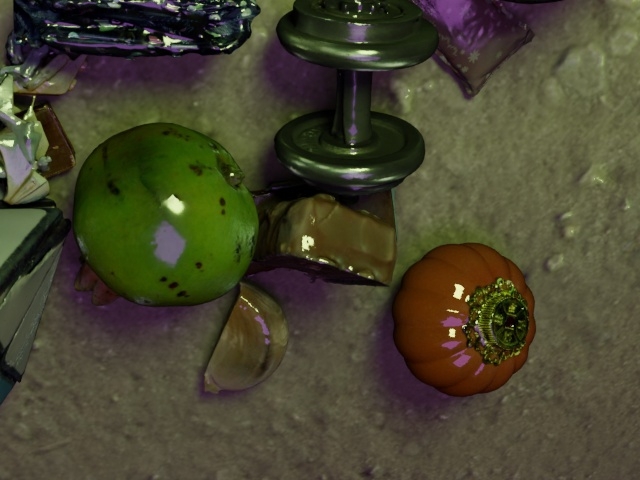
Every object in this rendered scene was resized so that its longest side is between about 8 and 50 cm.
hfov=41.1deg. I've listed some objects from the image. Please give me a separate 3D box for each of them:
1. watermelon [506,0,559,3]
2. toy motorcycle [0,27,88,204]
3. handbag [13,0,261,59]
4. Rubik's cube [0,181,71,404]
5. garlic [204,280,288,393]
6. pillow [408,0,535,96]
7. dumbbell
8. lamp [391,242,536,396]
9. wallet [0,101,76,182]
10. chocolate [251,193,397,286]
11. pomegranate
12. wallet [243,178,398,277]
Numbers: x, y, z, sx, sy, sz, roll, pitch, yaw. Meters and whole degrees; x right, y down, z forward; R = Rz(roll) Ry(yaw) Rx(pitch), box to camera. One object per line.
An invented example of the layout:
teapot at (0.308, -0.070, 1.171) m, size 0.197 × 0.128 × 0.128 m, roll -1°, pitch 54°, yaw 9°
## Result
watermelon at (0.260, -0.409, 0.855) m, size 0.279 × 0.279 × 0.359 m, roll 32°, pitch 113°, yaw -26°
toy motorcycle at (-0.345, -0.138, 0.998) m, size 0.130 × 0.094 × 0.229 m, roll 32°, pitch 78°, yaw -25°
handbag at (-0.197, -0.261, 0.932) m, size 0.260 × 0.162 × 0.113 m, roll 0°, pitch 123°, yaw -7°
Rubik's cube at (-0.501, 0.089, 0.982) m, size 0.310 × 0.307 × 0.305 m, roll 20°, pitch 114°, yaw -6°
garlic at (-0.102, 0.153, 1.261) m, size 0.101 × 0.087 × 0.195 m, roll 20°, pitch 121°, yaw -6°
pillow at (0.177, -0.272, 1.064) m, size 0.185 × 0.043 × 0.118 m, roll 37°, pitch 111°, yaw -28°
dumbbell at (0.038, -0.175, 1.011) m, size 0.192 × 0.192 × 0.290 m, roll -3°, pitch 121°, yaw -9°
lamp at (0.205, 0.112, 1.223) m, size 0.223 × 0.196 × 0.223 m, roll 1°, pitch 87°, yaw -29°
wallet at (-0.403, -0.106, 1.072) m, size 0.176 × 0.026 × 0.095 m, roll -20°, pitch 118°, yaw 2°
chocolate at (0.000, 0.000, 1.068) m, size 0.148 × 0.214 × 0.093 m, roll 14°, pitch 81°, yaw -21°
pomegranate at (-0.217, -0.010, 1.061) m, size 0.302 × 0.236 × 0.236 m, roll -31°, pitch 124°, yaw 33°
wallet at (-0.019, -0.027, 1.190) m, size 0.255 × 0.031 × 0.137 m, roll -12°, pitch 122°, yaw -4°
